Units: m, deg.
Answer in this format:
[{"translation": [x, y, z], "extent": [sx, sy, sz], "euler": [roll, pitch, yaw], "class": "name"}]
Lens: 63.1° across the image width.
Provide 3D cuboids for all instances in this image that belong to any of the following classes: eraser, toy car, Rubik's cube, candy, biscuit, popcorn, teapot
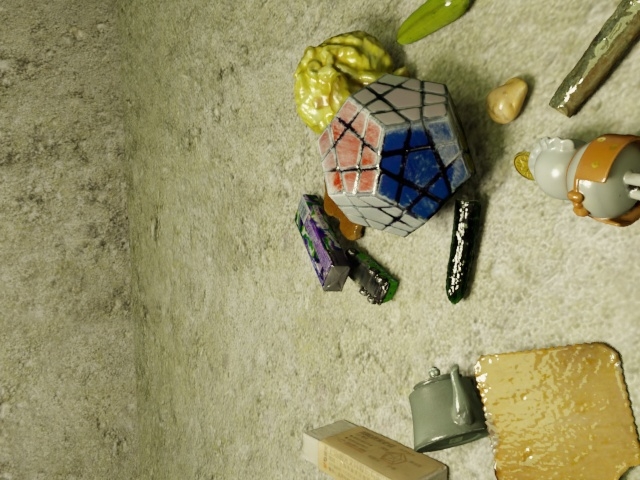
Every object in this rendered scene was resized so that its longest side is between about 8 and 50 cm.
[{"translation": [0.112, 0.508, 1.191], "extent": [0.343, 0.143, 0.078], "euler": [4, 95, 52], "class": "eraser"}, {"translation": [0.113, 0.082, 1.245], "extent": [0.165, 0.062, 0.071], "euler": [44, 122, 41], "class": "toy car"}, {"translation": [0.151, -0.165, 1.033], "extent": [0.264, 0.318, 0.320], "euler": [-124, 44, -70], "class": "Rubik's cube"}, {"translation": [0.000, 0.000, 1.326], "extent": [0.313, 0.061, 0.088], "euler": [-113, 36, -49], "class": "candy"}, {"translation": [0.086, -0.146, 1.291], "extent": [0.208, 0.041, 0.291], "euler": [6, 96, 52], "class": "biscuit"}, {"translation": [0.070, -0.351, 1.181], "extent": [0.251, 0.237, 0.206], "euler": [10, 143, 28], "class": "popcorn"}, {"translation": [0.241, 0.327, 1.036], "extent": [0.239, 0.162, 0.149], "euler": [100, 158, -58], "class": "teapot"}, {"translation": [0.393, 0.297, 0.878], "extent": [0.236, 0.013, 0.232], "euler": [-14, 79, 29], "class": "biscuit"}]

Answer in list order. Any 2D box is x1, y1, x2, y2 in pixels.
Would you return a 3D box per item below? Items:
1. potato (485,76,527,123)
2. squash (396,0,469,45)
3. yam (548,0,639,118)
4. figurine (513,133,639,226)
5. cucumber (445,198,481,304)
[{"translation": [0.345, -0.259, 0.962], "extent": [0.083, 0.062, 0.068], "euler": [-46, 69, 15], "class": "potato"}, {"translation": [0.231, -0.466, 1.094], "extent": [0.201, 0.066, 0.067], "euler": [-16, 78, 57], "class": "squash"}, {"translation": [0.460, -0.317, 0.814], "extent": [0.061, 0.061, 0.274], "euler": [56, 132, 34], "class": "yam"}, {"translation": [0.415, -0.099, 0.817], "extent": [0.271, 0.143, 0.144], "euler": [7, 96, 49], "class": "figurine"}, {"translation": [0.282, 0.024, 1.040], "extent": [0.052, 0.058, 0.215], "euler": [8, 101, 16], "class": "cucumber"}]
